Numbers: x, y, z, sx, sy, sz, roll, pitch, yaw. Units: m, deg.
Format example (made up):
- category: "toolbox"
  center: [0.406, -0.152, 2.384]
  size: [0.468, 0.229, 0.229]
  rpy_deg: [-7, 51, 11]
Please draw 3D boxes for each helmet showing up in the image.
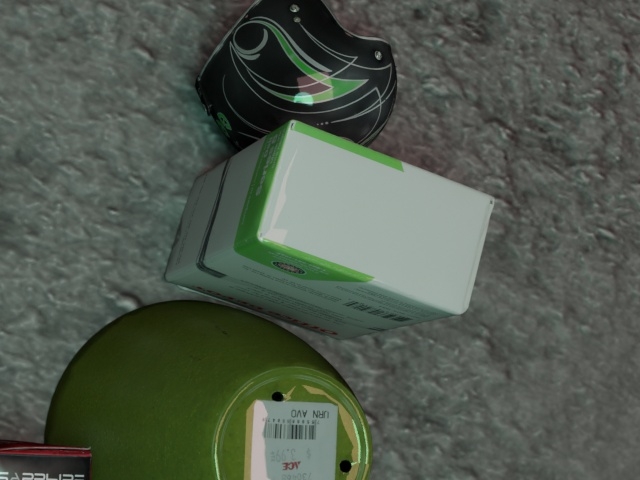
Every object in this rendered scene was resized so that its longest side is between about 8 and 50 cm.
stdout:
- category: "helmet"
  center: [-0.015, -0.142, 1.598]
  size: [0.161, 0.169, 0.169]
  rpy_deg: [40, 72, 4]

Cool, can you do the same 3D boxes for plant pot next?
- category: "plant pot"
  center: [-0.075, 0.179, 1.471]
  size: [0.274, 0.293, 0.275]
  rpy_deg: [2, 84, -20]

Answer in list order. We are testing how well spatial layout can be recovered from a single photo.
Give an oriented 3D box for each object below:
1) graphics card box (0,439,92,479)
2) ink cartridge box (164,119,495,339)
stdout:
- category: "graphics card box"
  center: [-0.271, 0.352, 1.411]
  size: [0.094, 0.233, 0.371]
  rpy_deg: [5, 84, -25]
- category: "ink cartridge box"
  center: [0.000, 0.000, 1.530]
  size: [0.198, 0.273, 0.115]
  rpy_deg: [20, 75, -18]
